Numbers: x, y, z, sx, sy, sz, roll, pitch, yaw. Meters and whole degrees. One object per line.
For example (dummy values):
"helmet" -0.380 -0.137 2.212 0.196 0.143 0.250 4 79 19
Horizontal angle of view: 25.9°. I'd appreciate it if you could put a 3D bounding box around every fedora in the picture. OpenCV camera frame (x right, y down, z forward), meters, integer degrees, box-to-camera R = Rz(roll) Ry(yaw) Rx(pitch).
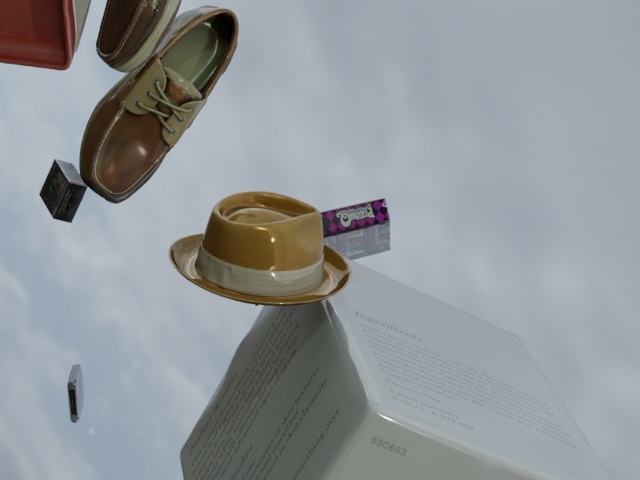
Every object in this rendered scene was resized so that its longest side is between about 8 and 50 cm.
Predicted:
"fedora" -0.058 0.000 1.437 0.194 0.194 0.079 35 -57 45

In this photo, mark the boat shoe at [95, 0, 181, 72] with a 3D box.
"boat shoe" -0.192 -0.310 1.481 0.095 0.095 0.258 25 -86 45

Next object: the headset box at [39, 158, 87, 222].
"headset box" -0.368 -0.069 1.991 0.062 0.032 0.083 -62 -144 19

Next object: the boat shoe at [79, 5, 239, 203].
"boat shoe" -0.219 -0.202 1.922 0.122 0.324 0.120 35 -20 -18

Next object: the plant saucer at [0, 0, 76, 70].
"plant saucer" -0.348 -0.315 1.418 0.259 0.047 0.259 10 -68 30

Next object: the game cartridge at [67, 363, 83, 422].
"game cartridge" -0.389 0.241 2.211 0.056 0.017 0.083 -80 173 -58

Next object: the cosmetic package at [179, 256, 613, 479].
"cosmetic package" 0.071 0.265 1.544 0.329 0.327 0.394 -60 -159 17

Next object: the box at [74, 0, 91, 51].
"box" -0.506 -0.429 2.356 0.311 0.148 0.121 42 -62 53

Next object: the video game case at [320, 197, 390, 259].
"video game case" 0.000 0.000 2.073 0.232 0.210 0.042 72 6 -79
